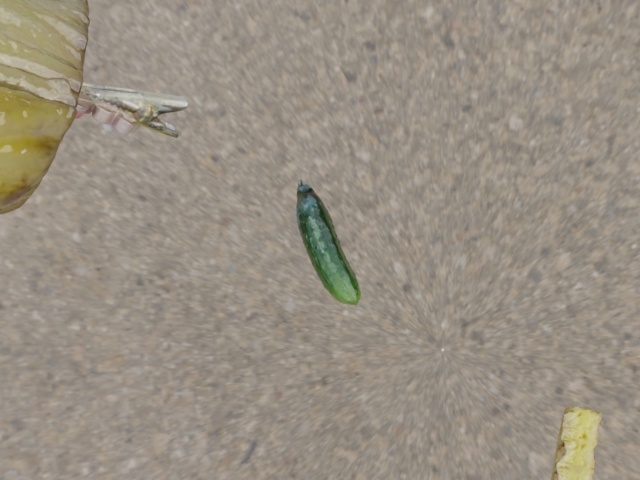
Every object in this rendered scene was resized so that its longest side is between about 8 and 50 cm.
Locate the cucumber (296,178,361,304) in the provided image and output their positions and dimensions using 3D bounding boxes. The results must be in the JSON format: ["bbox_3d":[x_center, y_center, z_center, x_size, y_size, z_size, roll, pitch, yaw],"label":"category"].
[{"bbox_3d":[0.000,0.000,1.226,0.037,0.037,0.155,-24,64,3],"label":"cucumber"}]

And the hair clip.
[{"bbox_3d":[-0.229,-0.137,1.156,0.213,0.062,0.056,13,119,-26],"label":"hair clip"}]

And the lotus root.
[{"bbox_3d":[-0.175,-0.068,0.538,0.135,0.095,0.159,12,51,-28],"label":"lotus root"}]

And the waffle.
[{"bbox_3d":[0.353,0.367,1.740,0.057,0.219,0.229,9,74,12],"label":"waffle"}]
